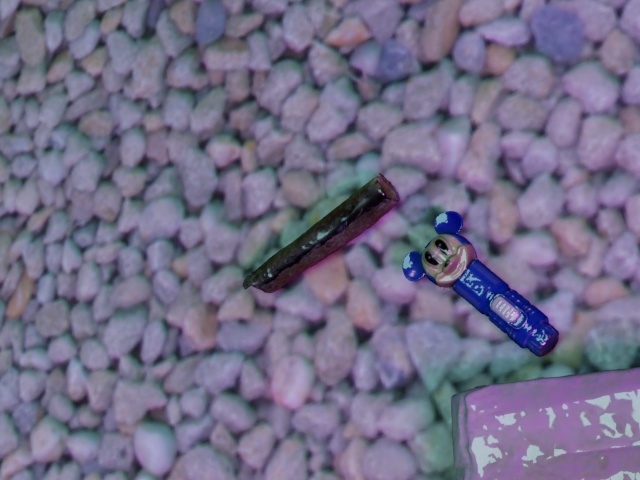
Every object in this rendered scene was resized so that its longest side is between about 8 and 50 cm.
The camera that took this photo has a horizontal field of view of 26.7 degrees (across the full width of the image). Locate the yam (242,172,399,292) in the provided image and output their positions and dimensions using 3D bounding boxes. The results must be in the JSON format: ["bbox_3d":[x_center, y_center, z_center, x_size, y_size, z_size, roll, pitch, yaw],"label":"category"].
[{"bbox_3d":[0.000,0.000,0.968,0.129,0.033,0.027,-36,92,20],"label":"yam"}]

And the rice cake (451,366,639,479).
[{"bbox_3d":[0.222,0.126,0.809,0.297,0.050,0.106,-9,75,25],"label":"rice cake"}]

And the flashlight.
[{"bbox_3d":[0.107,0.032,0.898,0.121,0.035,0.057,42,98,29],"label":"flashlight"}]
